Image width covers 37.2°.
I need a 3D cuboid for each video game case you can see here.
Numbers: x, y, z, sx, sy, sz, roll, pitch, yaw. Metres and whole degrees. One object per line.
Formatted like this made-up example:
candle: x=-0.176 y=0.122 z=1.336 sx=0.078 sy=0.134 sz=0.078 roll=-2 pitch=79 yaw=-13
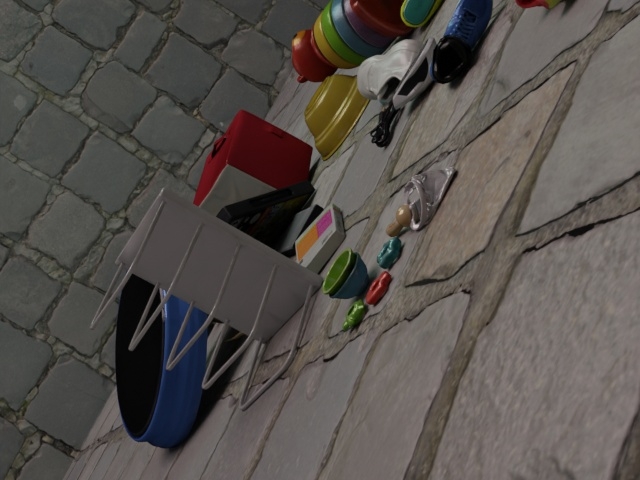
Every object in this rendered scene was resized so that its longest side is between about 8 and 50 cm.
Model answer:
video game case: x=-0.163 y=-0.002 z=1.913 sx=0.248 sy=0.035 sz=0.275 roll=-21 pitch=-22 yaw=-48

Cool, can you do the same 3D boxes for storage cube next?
storage cube: x=-0.145 y=-0.129 z=2.067 sx=0.184 sy=0.215 sz=0.193 roll=-48 pitch=22 yaw=38

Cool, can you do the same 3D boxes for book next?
book: x=0.000 y=0.000 z=1.544 sx=0.096 sy=0.035 sz=0.144 roll=-52 pitch=13 yaw=15

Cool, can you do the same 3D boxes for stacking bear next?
stacking bear: x=0.047 y=-0.435 z=2.009 sx=0.289 sy=0.164 sz=0.175 roll=-29 pitch=36 yaw=43

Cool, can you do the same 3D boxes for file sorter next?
file sorter: x=-0.176 y=0.097 z=1.421 sx=0.193 sy=0.277 sz=0.173 roll=-48 pitch=17 yaw=43

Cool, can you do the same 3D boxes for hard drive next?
hard drive: x=-0.041 y=-0.015 z=1.780 sx=0.094 sy=0.022 sz=0.135 roll=-61 pitch=11 yaw=-14

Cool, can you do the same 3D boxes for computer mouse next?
computer mouse: x=0.146 y=-0.242 z=1.537 sx=0.193 sy=0.042 sz=0.106 roll=-56 pitch=6 yaw=43

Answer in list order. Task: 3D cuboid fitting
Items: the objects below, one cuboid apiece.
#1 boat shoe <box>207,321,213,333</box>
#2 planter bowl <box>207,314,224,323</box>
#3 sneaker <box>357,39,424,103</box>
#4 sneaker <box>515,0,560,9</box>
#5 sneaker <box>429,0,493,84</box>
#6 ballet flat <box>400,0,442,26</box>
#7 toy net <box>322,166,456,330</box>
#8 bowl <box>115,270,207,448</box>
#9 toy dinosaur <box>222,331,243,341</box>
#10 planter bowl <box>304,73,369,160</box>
boat shoe: x=-0.278 y=0.214 z=2.145 sx=0.137 sy=0.049 sz=0.043 roll=-66 pitch=-29 yaw=-21
planter bowl: x=-0.157 y=0.091 z=1.777 sx=0.162 sy=0.109 sz=0.162 roll=-55 pitch=11 yaw=16
sneaker: x=0.115 y=-0.279 z=1.696 sx=0.212 sy=0.080 sz=0.094 roll=-28 pitch=44 yaw=66
sneaker: x=0.263 y=-0.333 z=1.167 sx=0.094 sy=0.081 sz=0.208 roll=-57 pitch=12 yaw=16
sneaker: x=0.204 y=-0.292 z=1.360 sx=0.152 sy=0.058 sz=0.084 roll=-60 pitch=5 yaw=15
ballet flat: x=0.228 y=-0.512 z=1.820 sx=0.231 sy=0.077 sz=0.077 roll=-57 pitch=-3 yaw=16
toy net: x=0.081 y=-0.002 z=1.163 sx=0.232 sy=0.045 sz=0.122 roll=-54 pitch=12 yaw=21
bowl: x=-0.311 y=0.194 z=1.795 sx=0.391 sy=0.077 sz=0.391 roll=-176 pitch=90 yaw=-65
toy dinosaur: x=-0.101 y=0.123 z=1.647 sx=0.183 sy=0.053 sz=0.092 roll=-51 pitch=-4 yaw=2
planter bowl: x=0.027 y=-0.285 z=2.026 sx=0.217 sy=0.090 sz=0.217 roll=-55 pitch=11 yaw=16
